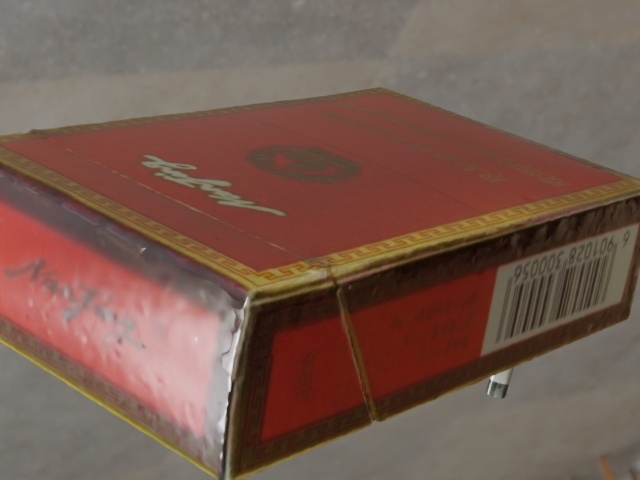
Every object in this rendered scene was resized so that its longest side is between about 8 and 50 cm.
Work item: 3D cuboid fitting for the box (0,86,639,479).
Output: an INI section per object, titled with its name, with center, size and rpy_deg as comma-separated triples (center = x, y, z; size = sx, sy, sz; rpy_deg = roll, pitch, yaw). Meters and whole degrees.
[box]
center = 0.000, 0.001, 0.537
size = 0.239, 0.153, 0.074
rpy_deg = -13, 124, -47

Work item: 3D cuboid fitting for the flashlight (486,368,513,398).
[flashlight]
center = 0.158, 0.093, 1.195
size = 0.018, 0.083, 0.018
rpy_deg = 16, -158, 9
